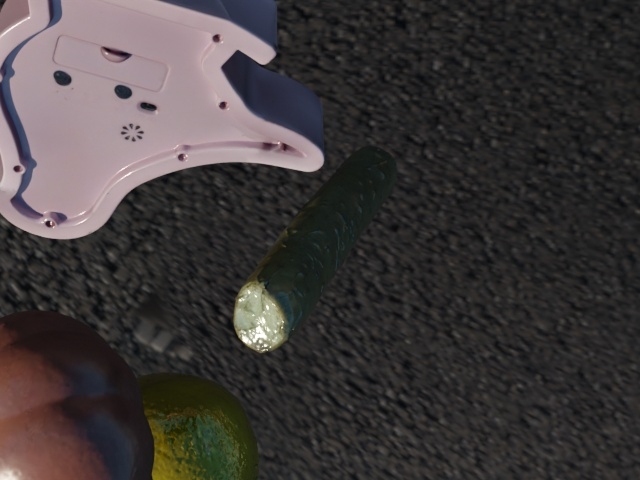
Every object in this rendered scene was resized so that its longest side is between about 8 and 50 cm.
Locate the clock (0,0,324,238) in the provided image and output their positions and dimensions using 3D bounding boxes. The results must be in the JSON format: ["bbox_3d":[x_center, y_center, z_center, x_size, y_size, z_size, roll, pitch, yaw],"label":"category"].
[{"bbox_3d":[-0.140,-0.111,1.151,0.290,0.080,0.275,13,132,-10],"label":"clock"}]

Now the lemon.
[{"bbox_3d":[-0.200,0.281,1.725,0.263,0.236,0.236,-46,114,-35],"label":"lemon"}]

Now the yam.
[{"bbox_3d":[0.000,0.000,1.462,0.083,0.371,0.083,9,118,17],"label":"yam"}]

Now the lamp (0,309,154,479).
[{"bbox_3d":[-0.300,0.222,1.348,0.240,0.305,0.305,-3,100,-34],"label":"lamp"}]
